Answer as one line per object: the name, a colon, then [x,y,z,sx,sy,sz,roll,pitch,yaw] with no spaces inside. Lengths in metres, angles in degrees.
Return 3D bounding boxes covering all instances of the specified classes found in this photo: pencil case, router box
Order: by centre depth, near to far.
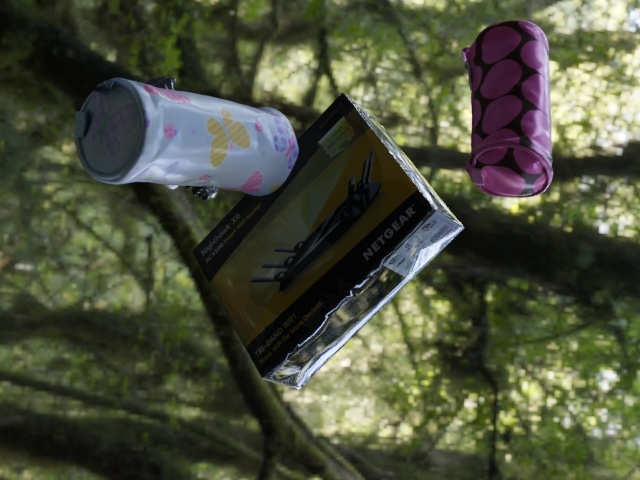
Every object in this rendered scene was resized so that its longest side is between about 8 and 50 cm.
pencil case: [0.203,-0.143,1.229,0.095,0.098,0.209,83,10,-49]
pencil case: [-0.151,-0.113,1.297,0.124,0.273,0.113,-6,-95,39]
router box: [0.000,0.000,1.448,0.309,0.081,0.243,-46,-130,14]

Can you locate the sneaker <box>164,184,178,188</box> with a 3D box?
sneaker: [-0.234,-0.159,1.671,0.084,0.152,0.058,-35,-175,16]

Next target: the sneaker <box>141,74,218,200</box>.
sneaker: [-0.227,-0.182,1.894,0.234,0.106,0.078,55,-25,-5]
